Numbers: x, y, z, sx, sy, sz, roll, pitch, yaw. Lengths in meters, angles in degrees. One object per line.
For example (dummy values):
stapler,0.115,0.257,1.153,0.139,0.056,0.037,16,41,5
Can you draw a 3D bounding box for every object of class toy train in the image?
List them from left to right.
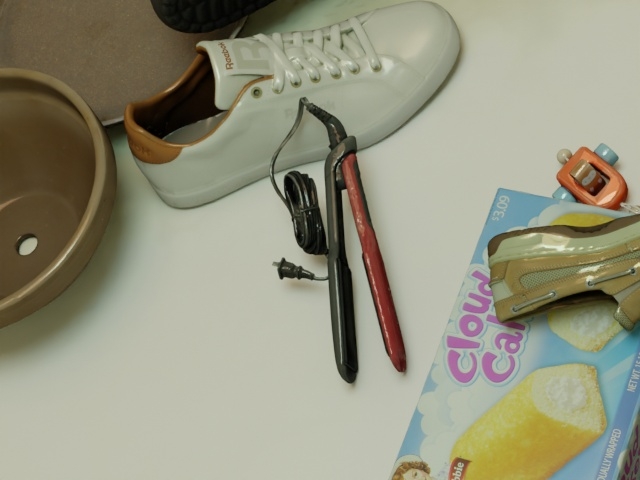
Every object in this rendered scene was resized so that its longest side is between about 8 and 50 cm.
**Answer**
toy train,0.256,-0.070,1.156,0.166,0.046,0.125,-44,62,4

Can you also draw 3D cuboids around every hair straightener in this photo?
hair straightener,0.000,0.000,1.190,0.089,0.047,0.230,-16,77,11

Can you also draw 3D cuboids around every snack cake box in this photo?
snack cake box,0.159,0.106,1.081,0.152,0.089,0.264,13,67,24

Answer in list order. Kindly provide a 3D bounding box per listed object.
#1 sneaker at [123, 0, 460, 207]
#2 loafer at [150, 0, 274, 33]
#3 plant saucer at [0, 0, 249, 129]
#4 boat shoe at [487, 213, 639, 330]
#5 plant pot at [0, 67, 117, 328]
sneaker,-0.024,-0.128,1.255,0.290,0.123,0.106,-28,55,2
loafer,0.003,-0.311,1.302,0.366,0.134,0.130,-25,64,-13
plant saucer,-0.190,-0.222,1.407,0.310,0.050,0.311,-8,60,14
boat shoe,0.206,0.025,1.026,0.190,0.068,0.072,-9,71,25
plant pot,-0.267,-0.017,1.283,0.237,0.110,0.237,-9,60,15
